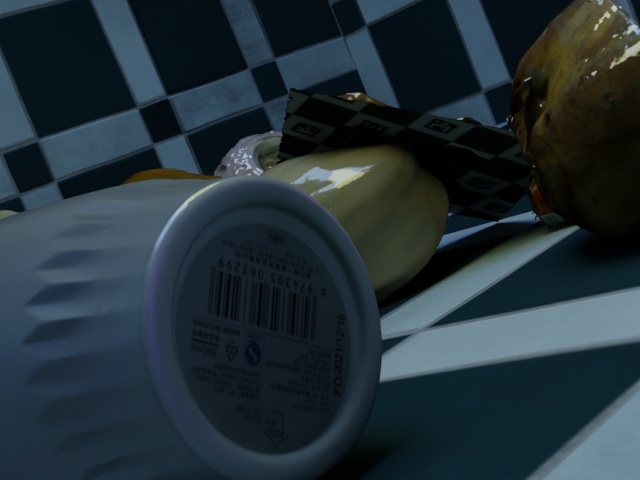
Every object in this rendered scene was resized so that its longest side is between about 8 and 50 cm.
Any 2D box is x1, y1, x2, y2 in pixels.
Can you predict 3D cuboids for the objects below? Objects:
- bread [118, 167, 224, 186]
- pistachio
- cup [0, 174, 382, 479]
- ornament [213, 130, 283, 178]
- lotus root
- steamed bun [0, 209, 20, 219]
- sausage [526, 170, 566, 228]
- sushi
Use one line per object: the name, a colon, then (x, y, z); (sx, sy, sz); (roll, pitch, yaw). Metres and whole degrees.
bread: (-0.115, 0.033, 1.216); (0.270, 0.270, 0.148); (-29, -30, -52)
pistachio: (0.000, 0.000, 1.407); (0.332, 0.226, 0.208); (-21, -34, 9)
cup: (-0.156, 0.088, 0.840); (0.371, 0.253, 0.253); (-14, 10, 46)
ornament: (-0.078, -0.063, 2.088); (0.259, 0.259, 0.225); (-27, -34, -38)
lotus root: (0.288, -0.109, 1.128); (0.192, 0.272, 0.272); (-31, 2, 18)
steamed bun: (-0.385, 0.153, 1.252); (0.324, 0.219, 0.310); (-21, -39, -62)
sausage: (0.370, -0.082, 1.311); (0.264, 0.083, 0.083); (-17, 7, 35)
sushi: (0.119, -0.131, 1.478); (0.339, 0.069, 0.320); (10, -18, -2)
